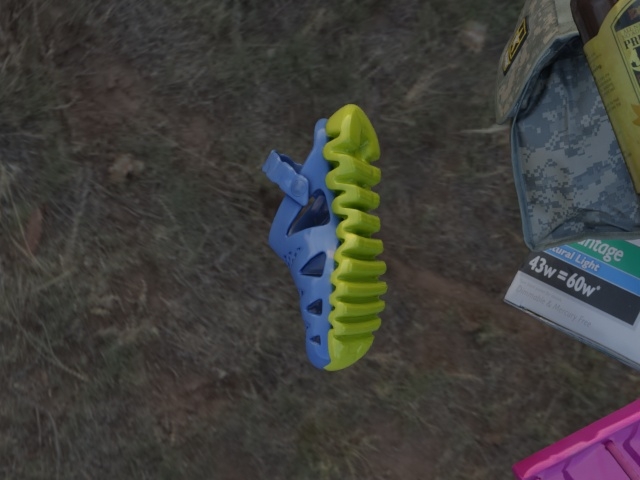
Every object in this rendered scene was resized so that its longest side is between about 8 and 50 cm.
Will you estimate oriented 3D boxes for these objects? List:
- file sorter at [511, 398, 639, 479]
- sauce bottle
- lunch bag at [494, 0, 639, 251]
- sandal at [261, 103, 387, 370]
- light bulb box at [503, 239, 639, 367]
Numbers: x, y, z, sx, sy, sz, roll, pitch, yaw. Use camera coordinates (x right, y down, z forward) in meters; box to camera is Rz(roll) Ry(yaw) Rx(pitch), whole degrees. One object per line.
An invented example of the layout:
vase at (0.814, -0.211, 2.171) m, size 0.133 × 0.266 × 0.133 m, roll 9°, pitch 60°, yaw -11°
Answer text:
file sorter at (0.343, 0.238, 0.913) m, size 0.291 × 0.182 × 0.202 m, roll -26°, pitch 129°, yaw -5°
sauce bottle at (0.303, -0.189, 1.064) m, size 0.111 × 0.111 × 0.344 m, roll -19°, pitch 85°, yaw -15°
lunch bag at (0.297, -0.168, 1.348) m, size 0.169 × 0.235 × 0.287 m, roll -7°, pitch 121°, yaw 14°
sandal at (0.000, 0.000, 1.349) m, size 0.138 × 0.126 × 0.317 m, roll -7°, pitch 73°, yaw 24°
light bulb box at (0.526, 0.095, 1.695) m, size 0.361 × 0.358 × 0.225 m, roll 23°, pitch 94°, yaw -58°
